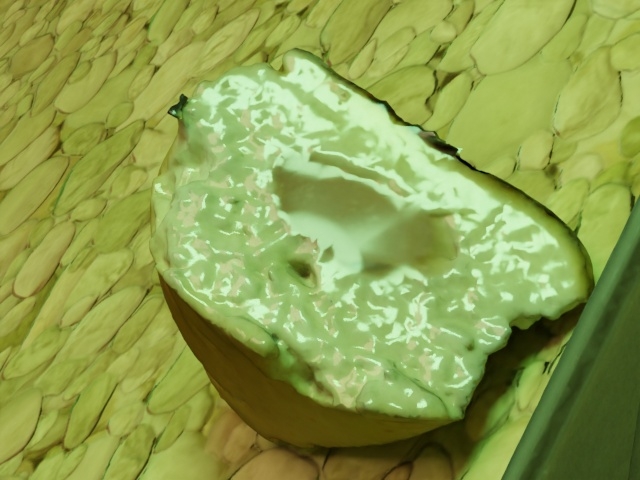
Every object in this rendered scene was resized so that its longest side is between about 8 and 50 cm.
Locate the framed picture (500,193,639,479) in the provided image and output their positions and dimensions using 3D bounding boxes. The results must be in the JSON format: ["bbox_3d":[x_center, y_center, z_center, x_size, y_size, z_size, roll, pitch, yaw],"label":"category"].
[{"bbox_3d":[0.124,0.157,0.690,0.326,0.028,0.446,-113,43,-62],"label":"framed picture"}]

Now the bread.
[{"bbox_3d":[0.001,-0.004,1.107,0.183,0.211,0.224,-47,20,-18],"label":"bread"}]
